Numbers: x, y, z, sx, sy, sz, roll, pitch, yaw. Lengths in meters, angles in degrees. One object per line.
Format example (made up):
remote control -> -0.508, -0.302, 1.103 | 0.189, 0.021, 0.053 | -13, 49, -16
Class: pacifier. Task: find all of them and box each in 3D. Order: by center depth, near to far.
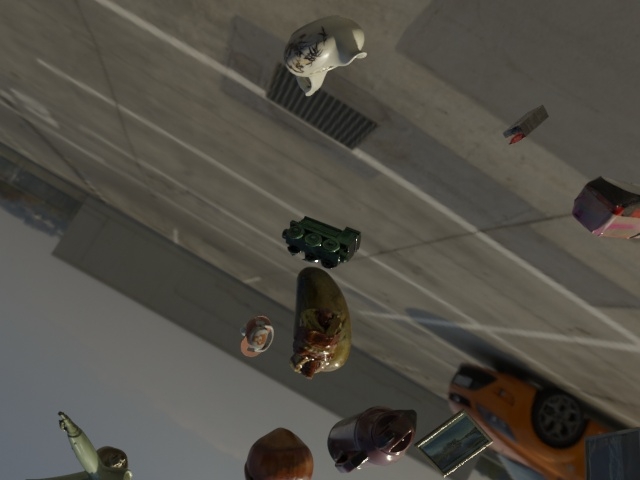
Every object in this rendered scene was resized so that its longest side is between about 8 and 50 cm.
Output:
pacifier -> -0.153, 0.215, 1.548 | 0.082, 0.099, 0.078 | 18, -179, -43

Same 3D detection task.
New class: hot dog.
hot dog -> -0.011, 0.294, 1.941 | 0.146, 0.213, 0.103 | 7, -174, -32

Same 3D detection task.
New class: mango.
mango -> 0.000, 0.245, 2.109 | 0.176, 0.329, 0.176 | -8, 175, 28

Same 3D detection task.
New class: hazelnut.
hazelnut -> -0.109, 0.580, 1.750 | 0.182, 0.182, 0.182 | 29, 171, 5

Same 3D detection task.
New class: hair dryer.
hair dryer -> -0.483, 0.416, 1.284 | 0.207, 0.237, 0.075 | -3, -151, 2

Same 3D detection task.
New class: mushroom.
mushroom -> -0.448, 0.480, 1.450 | 0.085, 0.085, 0.079 | 35, 133, -27

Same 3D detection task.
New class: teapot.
teapot -> 0.007, -0.473, 1.721 | 0.166, 0.208, 0.300 | 54, 156, -2

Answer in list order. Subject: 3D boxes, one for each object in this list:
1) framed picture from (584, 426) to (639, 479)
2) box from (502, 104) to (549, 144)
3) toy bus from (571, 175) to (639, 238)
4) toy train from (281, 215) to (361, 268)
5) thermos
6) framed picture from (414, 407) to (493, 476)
framed picture -> 0.702, 0.548, 1.599 | 0.023, 0.189, 0.260 | 11, 157, -6
box -> 0.565, -0.318, 1.850 | 0.055, 0.218, 0.039 | -27, 96, 40
toy bus -> 0.834, -0.088, 1.876 | 0.303, 0.147, 0.127 | 4, -146, -40
toy train -> 0.000, 0.000, 1.535 | 0.171, 0.111, 0.071 | 22, 132, 22
thermos -> 0.088, 0.390, 1.323 | 0.136, 0.109, 0.330 | -6, 161, -15
framed picture -> 0.307, 0.468, 1.561 | 0.109, 0.149, 0.011 | 47, -168, -9
